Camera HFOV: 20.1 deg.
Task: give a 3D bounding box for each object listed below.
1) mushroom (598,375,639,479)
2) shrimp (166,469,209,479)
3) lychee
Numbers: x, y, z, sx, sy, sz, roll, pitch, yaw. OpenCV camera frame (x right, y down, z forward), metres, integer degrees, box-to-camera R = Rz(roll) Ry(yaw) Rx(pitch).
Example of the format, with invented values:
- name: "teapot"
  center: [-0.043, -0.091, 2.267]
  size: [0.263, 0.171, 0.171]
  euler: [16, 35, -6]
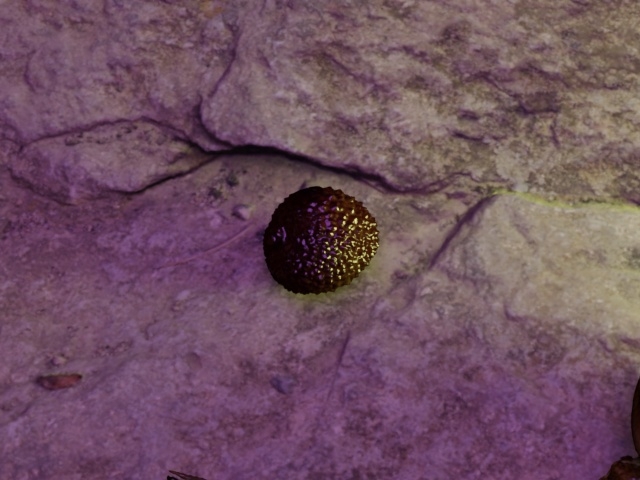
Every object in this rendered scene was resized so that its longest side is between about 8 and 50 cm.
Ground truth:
- name: "mushroom"
  center: [0.431, 0.228, 1.868]
  size: [0.278, 0.163, 0.297]
  euler: [-10, 68, -6]
- name: "shrimp"
  center: [-0.106, 0.318, 1.876]
  size: [0.217, 0.051, 0.115]
  euler: [34, 72, 10]
- name: "lychee"
  center: [0.002, 0.000, 1.982]
  size: [0.129, 0.123, 0.123]
  euler: [1, 66, -11]
